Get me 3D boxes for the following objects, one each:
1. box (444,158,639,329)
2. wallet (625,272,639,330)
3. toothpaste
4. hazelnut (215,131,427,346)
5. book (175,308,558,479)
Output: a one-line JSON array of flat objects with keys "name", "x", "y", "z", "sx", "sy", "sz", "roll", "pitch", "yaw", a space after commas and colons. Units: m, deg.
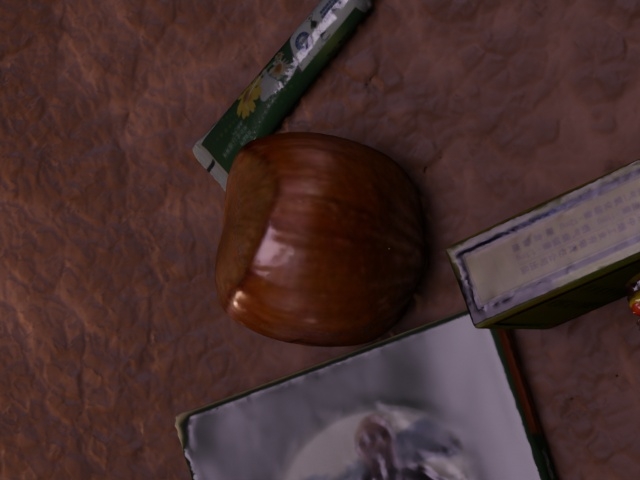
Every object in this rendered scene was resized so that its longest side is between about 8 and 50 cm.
[{"name": "box", "x": 0.207, "y": -0.010, "z": 1.197, "sx": 0.220, "sy": 0.141, "sz": 0.064, "roll": -27, "pitch": 75, "yaw": 22}, {"name": "wallet", "x": 0.315, "y": 0.002, "z": 1.144, "sx": 0.241, "sy": 0.141, "sz": 0.067, "roll": -22, "pitch": 78, "yaw": 22}, {"name": "toothpaste", "x": -0.021, "y": -0.125, "z": 1.378, "sx": 0.204, "sy": 0.031, "sz": 0.049, "roll": -49, "pitch": 66, "yaw": 17}, {"name": "hazelnut", "x": 0.000, "y": 0.000, "z": 1.304, "sx": 0.150, "sy": 0.150, "sz": 0.150, "roll": -2, "pitch": 86, "yaw": 26}, {"name": "book", "x": 0.063, "y": 0.257, "z": 1.310, "sx": 0.260, "sy": 0.043, "sz": 0.371, "roll": -20, "pitch": 79, "yaw": 22}]
